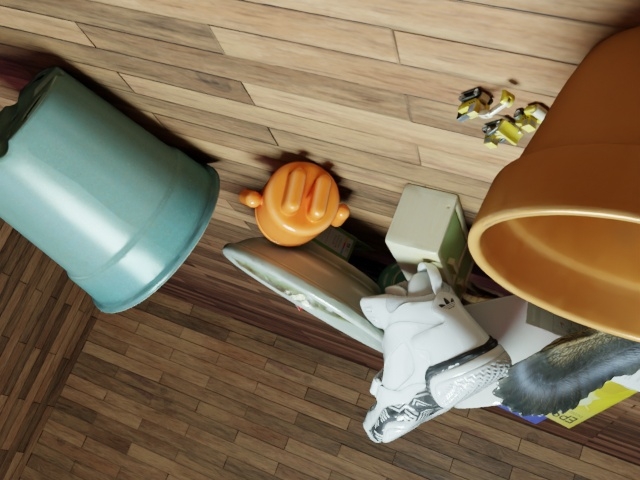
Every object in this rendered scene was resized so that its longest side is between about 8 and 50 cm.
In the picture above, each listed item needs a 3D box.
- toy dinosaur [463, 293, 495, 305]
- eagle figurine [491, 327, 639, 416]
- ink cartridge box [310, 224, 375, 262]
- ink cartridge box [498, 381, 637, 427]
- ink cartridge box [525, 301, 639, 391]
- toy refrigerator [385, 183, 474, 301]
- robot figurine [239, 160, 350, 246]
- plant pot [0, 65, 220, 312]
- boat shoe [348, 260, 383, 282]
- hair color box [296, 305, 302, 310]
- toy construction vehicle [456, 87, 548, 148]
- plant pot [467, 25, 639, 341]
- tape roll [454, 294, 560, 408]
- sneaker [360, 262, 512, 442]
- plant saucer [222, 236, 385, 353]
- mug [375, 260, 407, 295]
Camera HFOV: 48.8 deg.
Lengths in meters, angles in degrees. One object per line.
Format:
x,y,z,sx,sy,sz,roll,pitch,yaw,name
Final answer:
0.340,0.130,1.467,0.211,0.064,0.112,18,155,-23,toy dinosaur
0.385,0.101,0.960,0.298,0.226,0.225,-13,120,27,eagle figurine
0.000,0.000,1.461,0.209,0.062,0.109,31,163,-30,ink cartridge box
0.484,0.305,1.522,0.303,0.072,0.307,28,126,-23,ink cartridge box
0.424,0.130,1.101,0.224,0.181,0.056,19,127,6,ink cartridge box
0.193,0.017,1.170,0.094,0.102,0.269,16,163,23,toy refrigerator
-0.045,-0.059,1.196,0.128,0.158,0.219,63,163,3,robot figurine
-0.414,-0.103,1.249,0.341,0.341,0.334,4,148,50,plant pot
0.214,0.189,1.593,0.500,0.187,0.156,27,171,2,boat shoe
-0.081,0.083,1.722,0.167,0.053,0.093,57,176,20,hair color box
0.196,-0.131,0.776,0.086,0.035,0.098,29,164,-26,toy construction vehicle
0.296,-0.046,0.605,0.290,0.203,0.291,20,166,5,plant pot
0.334,0.185,1.231,0.246,0.169,0.246,-12,170,-2,tape roll
0.145,0.187,1.153,0.137,0.210,0.366,-17,159,-32,sneaker
0.002,0.086,1.369,0.400,0.100,0.400,30,171,5,plant saucer
0.189,0.100,1.438,0.157,0.129,0.097,-14,163,-7,mug
